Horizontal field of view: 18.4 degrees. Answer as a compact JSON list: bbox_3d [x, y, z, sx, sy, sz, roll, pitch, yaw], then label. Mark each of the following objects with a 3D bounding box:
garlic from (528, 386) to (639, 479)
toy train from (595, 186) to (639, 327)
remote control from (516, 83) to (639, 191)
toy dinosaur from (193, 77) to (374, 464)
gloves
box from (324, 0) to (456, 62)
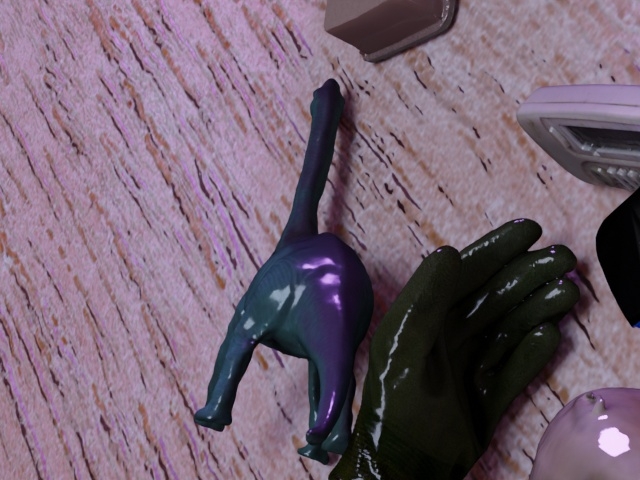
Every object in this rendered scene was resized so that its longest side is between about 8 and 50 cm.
[{"bbox_3d":[0.217,0.218,1.071,0.249,0.286,0.313,-31,28,-24],"label":"garlic"},{"bbox_3d":[0.272,-0.019,1.159,0.204,0.131,0.082,-48,36,31],"label":"toy train"},{"bbox_3d":[0.207,-0.069,1.308,0.049,0.090,0.230,-50,18,-8],"label":"remote control"},{"bbox_3d":[0.000,0.000,1.549,0.383,0.129,0.330,157,129,-76],"label":"toy dinosaur"},{"bbox_3d":[0.083,0.101,1.396,0.268,0.135,0.107,-54,32,-6],"label":"gloves"},{"bbox_3d":[0.058,-0.211,1.677,0.122,0.062,0.089,-20,56,53],"label":"box"}]
